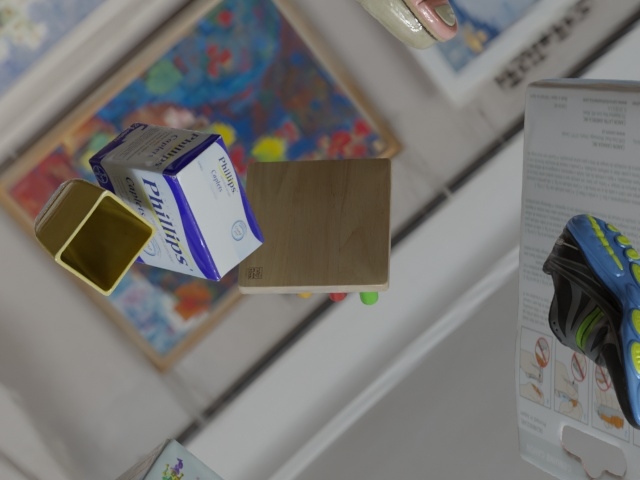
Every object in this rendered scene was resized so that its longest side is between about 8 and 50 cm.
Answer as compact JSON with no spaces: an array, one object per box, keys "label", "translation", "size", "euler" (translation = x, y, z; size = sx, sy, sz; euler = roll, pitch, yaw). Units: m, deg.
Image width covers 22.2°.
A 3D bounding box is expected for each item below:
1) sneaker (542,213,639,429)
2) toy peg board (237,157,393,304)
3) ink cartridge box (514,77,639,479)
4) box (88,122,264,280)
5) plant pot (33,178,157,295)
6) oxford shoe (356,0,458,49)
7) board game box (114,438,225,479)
[{"label":"sneaker","translation":[0.215,0.066,1.199],"size":[0.078,0.067,0.188],"euler":[-54,-141,34]},{"label":"toy peg board","translation":[0.000,0.000,1.779],"size":[0.160,0.079,0.161],"euler":[-2,-122,8]},{"label":"ink cartridge box","translation":[0.289,0.046,1.499],"size":[0.091,0.385,0.308],"euler":[-3,-172,-20]},{"label":"box","translation":[-0.141,-0.039,1.593],"size":[0.137,0.126,0.072],"euler":[11,-138,44]},{"label":"plant pot","translation":[-0.223,-0.012,1.544],"size":[0.083,0.081,0.081],"euler":[33,-96,44]},{"label":"oxford shoe","translation":[-0.026,-0.321,1.703],"size":[0.146,0.397,0.140],"euler":[-48,171,18]},{"label":"board game box","translation":[-0.238,0.375,1.679],"size":[0.224,0.097,0.303],"euler":[-42,-168,46]}]
